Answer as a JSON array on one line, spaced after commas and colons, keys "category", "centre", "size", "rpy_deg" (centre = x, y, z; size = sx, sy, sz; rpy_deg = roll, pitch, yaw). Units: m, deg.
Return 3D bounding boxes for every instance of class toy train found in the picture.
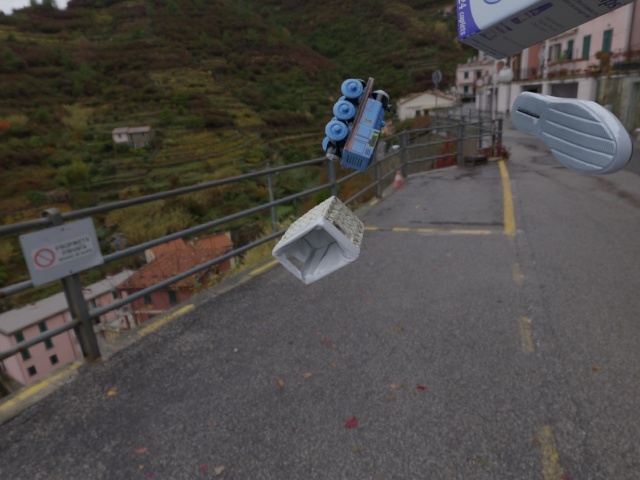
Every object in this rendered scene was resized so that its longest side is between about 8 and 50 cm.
[{"category": "toy train", "centre": [0.072, -0.227, 0.814], "size": [0.105, 0.184, 0.080], "rpy_deg": [20, -17, 0]}]

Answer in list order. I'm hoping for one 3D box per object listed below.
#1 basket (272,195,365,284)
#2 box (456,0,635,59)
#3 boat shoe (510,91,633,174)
[{"category": "basket", "centre": [0.000, 0.000, 0.875], "size": [0.167, 0.113, 0.103], "rpy_deg": [-30, 23, 42]}, {"category": "box", "centre": [0.184, -0.239, 0.336], "size": [0.072, 0.126, 0.137], "rpy_deg": [0, -4, -38]}, {"category": "boat shoe", "centre": [0.457, -0.208, 0.751], "size": [0.094, 0.109, 0.302], "rpy_deg": [-2, 34, -6]}]
